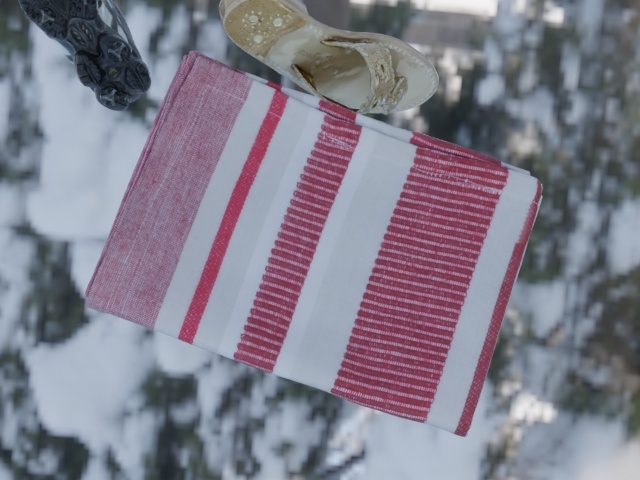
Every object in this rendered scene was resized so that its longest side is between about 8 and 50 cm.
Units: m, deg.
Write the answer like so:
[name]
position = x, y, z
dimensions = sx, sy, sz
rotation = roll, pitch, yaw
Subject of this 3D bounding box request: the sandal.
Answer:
[sandal]
position = 0.014, -0.140, 1.542
dimensions = 0.240, 0.088, 0.079
rotation = 24, -145, -37

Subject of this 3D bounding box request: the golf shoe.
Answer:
[golf shoe]
position = -0.232, -0.216, 1.689
dimensions = 0.077, 0.198, 0.094
rotation = -27, -162, 3

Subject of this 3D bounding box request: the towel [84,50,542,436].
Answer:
[towel]
position = 0.000, 0.000, 1.463
dimensions = 0.329, 0.237, 0.037
rotation = 19, 162, 1
